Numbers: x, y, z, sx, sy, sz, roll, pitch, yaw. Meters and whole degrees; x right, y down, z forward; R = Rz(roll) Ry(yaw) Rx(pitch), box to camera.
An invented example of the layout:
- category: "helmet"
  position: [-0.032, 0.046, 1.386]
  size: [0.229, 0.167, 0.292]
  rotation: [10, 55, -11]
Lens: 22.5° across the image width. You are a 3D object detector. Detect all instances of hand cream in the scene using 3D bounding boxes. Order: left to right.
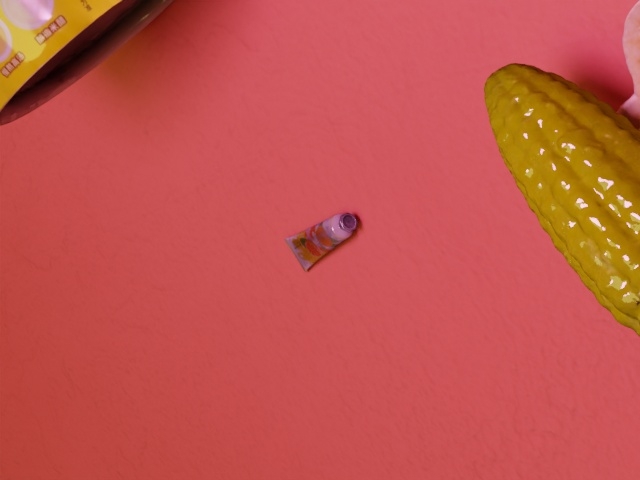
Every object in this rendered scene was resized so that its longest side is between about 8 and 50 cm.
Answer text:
- category: "hand cream"
  position: [0.000, 0.000, 1.361]
  size: [0.035, 0.022, 0.102]
  rotation: [56, 146, -2]

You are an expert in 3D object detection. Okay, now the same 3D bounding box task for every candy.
- category: "candy"
  position: [0.176, -0.035, 1.019]
  size: [0.209, 0.096, 0.097]
  rotation: [52, 141, 23]

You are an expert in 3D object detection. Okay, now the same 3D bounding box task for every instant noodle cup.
- category: "instant noodle cup"
  position: [-0.241, -0.245, 1.278]
  size: [0.221, 0.311, 0.311]
  rotation: [52, 141, -2]

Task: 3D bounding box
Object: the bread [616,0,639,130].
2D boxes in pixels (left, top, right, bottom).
- category: "bread"
  position: [0.306, -0.051, 0.966]
  size: [0.316, 0.054, 0.316]
  rotation: [26, 130, 36]
